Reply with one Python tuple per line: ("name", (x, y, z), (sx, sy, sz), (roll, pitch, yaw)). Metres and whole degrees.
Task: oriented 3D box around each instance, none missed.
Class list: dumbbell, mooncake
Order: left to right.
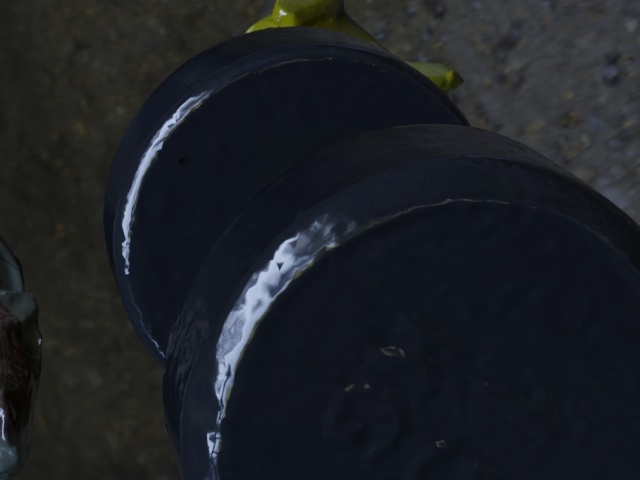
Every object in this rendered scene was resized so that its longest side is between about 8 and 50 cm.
("mooncake", (-0.243, 0.092, 1.107), (0.125, 0.130, 0.073), (-3, 147, -1))
("dumbbell", (0.016, 0.026, 0.779), (0.322, 0.203, 0.204), (-128, 33, -69))

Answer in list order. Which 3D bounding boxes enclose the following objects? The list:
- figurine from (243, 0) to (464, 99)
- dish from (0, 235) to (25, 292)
("figurine", (0.001, -0.006, 1.206), (0.218, 0.169, 0.327), (43, 147, 35))
("dish", (-0.306, 0.038, 1.471), (0.078, 0.246, 0.224), (-13, 108, 23))
